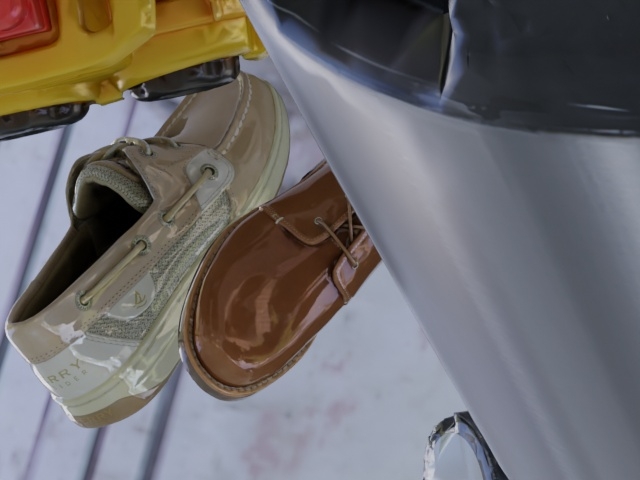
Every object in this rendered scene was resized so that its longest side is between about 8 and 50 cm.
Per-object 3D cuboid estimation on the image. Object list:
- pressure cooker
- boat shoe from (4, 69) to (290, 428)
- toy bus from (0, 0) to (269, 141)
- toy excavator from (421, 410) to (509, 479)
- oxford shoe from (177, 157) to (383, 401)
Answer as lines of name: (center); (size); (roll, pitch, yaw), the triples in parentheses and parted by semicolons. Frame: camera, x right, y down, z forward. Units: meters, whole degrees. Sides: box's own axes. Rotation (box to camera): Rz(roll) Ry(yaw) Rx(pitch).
pressure cooker: (0.190, -0.057, 0.585); (0.375, 0.370, 0.420); (17, 149, 39)
boat shoe: (-0.108, -0.021, 1.191); (0.109, 0.302, 0.098); (-17, 125, 38)
toy bus: (-0.140, -0.140, 0.981); (0.220, 0.149, 0.211); (-13, -178, 1)
toy excavator: (0.264, 0.246, 1.032); (0.222, 0.433, 0.445); (-3, 165, -22)
oxford shoe: (0.000, 0.000, 0.986); (0.076, 0.212, 0.076); (47, 143, -9)
